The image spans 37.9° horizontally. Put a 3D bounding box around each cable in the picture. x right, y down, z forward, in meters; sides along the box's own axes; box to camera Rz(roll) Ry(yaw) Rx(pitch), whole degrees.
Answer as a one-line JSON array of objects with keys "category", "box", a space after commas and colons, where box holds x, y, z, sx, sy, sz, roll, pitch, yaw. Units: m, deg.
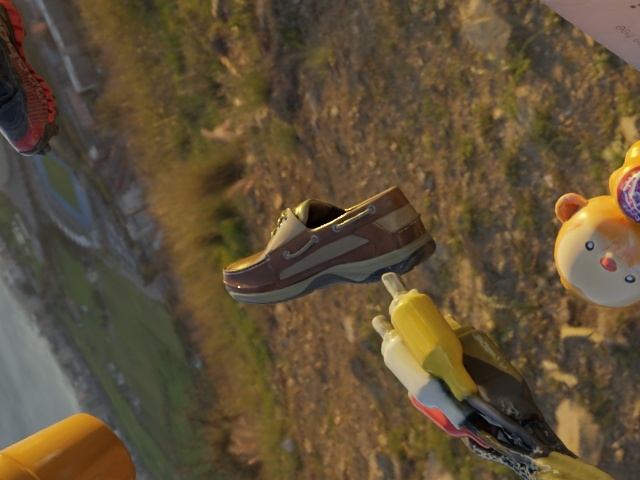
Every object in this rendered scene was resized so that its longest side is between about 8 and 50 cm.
[{"category": "cable", "box": [0.118, 0.139, 0.601, 0.287, 0.072, 0.139, -124, 14, -53]}]

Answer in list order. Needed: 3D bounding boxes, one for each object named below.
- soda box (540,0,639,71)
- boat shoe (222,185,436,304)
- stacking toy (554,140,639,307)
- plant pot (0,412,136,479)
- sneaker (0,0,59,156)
[{"category": "soda box", "box": [0.200, -0.130, 0.497, 0.074, 0.216, 0.069, -5, 72, 48]}, {"category": "boat shoe", "box": [0.000, 0.000, 1.248, 0.324, 0.122, 0.119, -14, 103, 34]}, {"category": "stacking toy", "box": [0.191, -0.079, 0.356, 0.175, 0.166, 0.302, 40, 121, 5]}, {"category": "plant pot", "box": [-0.356, 0.335, 1.236, 0.205, 0.188, 0.205, 22, 132, 28]}, {"category": "sneaker", "box": [-0.462, -0.240, 1.316, 0.135, 0.098, 0.276, 16, -135, -64]}]
